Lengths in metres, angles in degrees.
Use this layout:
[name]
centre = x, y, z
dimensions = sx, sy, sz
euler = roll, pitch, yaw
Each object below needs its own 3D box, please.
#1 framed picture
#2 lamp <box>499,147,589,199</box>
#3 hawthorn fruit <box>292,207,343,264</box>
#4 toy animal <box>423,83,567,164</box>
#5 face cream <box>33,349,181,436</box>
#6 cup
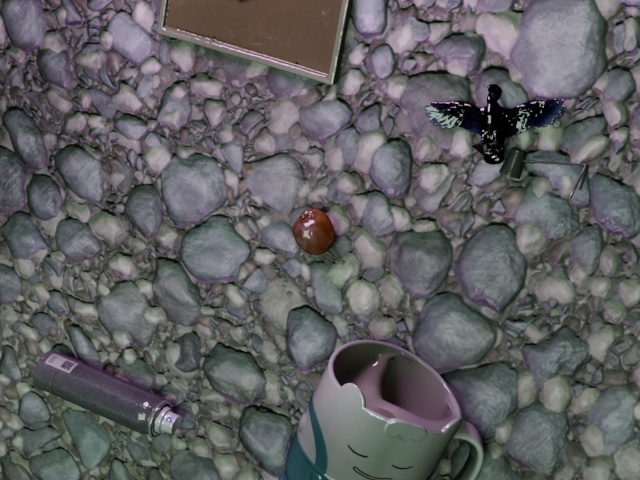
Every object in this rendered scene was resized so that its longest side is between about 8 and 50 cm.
[framed picture]
centre = -0.098, -0.391, 1.992
dimensions = 0.324, 0.020, 0.241
euler = 18, 111, 21
[lamp]
centre = 0.317, -0.103, 1.857
dimensions = 0.121, 0.041, 0.054
euler = 22, 104, 24
[hawthorn fruit]
centre = 0.000, 0.000, 2.036
dimensions = 0.066, 0.067, 0.103
euler = -21, 120, 30
[toy animal]
centre = 0.246, -0.168, 1.861
dimensions = 0.220, 0.062, 0.108
euler = -2, 71, 29
[face cream]
centre = -0.370, 0.272, 2.280
dimensions = 0.283, 0.073, 0.073
euler = 20, 112, 21
[cup]
centre = 0.103, 0.315, 1.991
dimensions = 0.289, 0.219, 0.258
euler = 19, 116, -13
